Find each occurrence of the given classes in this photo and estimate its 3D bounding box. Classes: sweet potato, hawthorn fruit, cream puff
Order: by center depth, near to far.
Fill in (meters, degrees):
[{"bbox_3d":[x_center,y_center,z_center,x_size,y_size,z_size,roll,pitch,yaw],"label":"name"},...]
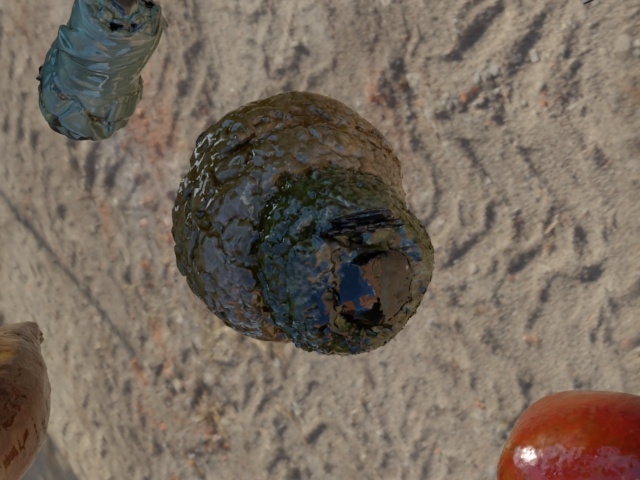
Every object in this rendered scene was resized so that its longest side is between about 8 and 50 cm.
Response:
[{"bbox_3d":[0.000,0.000,0.602,0.169,0.184,0.183,-137,38,-61],"label":"cream puff"},{"bbox_3d":[-0.312,0.151,0.842,0.131,0.336,0.131,1,115,1],"label":"sweet potato"},{"bbox_3d":[0.384,0.337,1.208,0.295,0.295,0.311,49,138,21],"label":"hawthorn fruit"}]

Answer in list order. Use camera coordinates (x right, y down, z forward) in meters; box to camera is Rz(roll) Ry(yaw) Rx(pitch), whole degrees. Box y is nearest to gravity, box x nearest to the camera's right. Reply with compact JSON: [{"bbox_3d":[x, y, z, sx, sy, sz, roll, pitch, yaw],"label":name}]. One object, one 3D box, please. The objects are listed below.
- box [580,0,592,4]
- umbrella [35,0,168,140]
[{"bbox_3d":[0.229,-0.334,0.890,0.207,0.050,0.041,51,172,-6],"label":"box"},{"bbox_3d":[-0.128,-0.099,0.512,0.062,0.067,0.143,58,152,6],"label":"umbrella"}]
